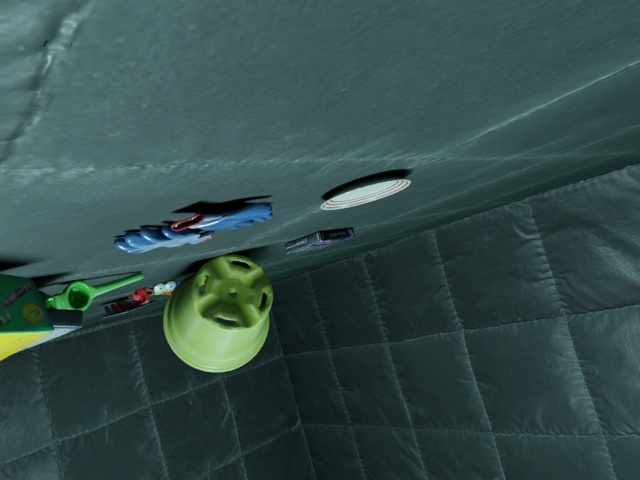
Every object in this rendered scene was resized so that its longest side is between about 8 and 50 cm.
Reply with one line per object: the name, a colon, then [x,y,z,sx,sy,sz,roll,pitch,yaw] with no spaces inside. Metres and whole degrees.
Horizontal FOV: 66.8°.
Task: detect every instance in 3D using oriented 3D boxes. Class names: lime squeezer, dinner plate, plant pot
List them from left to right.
lime squeezer: [-0.471,0.110,0.876,0.310,0.058,0.110,-14,174,-28]
plant pot: [-0.231,0.159,1.175,0.276,0.276,0.254,-13,162,-26]
dinner plate: [0.067,-0.074,0.737,0.141,0.017,0.141,-16,174,-2]

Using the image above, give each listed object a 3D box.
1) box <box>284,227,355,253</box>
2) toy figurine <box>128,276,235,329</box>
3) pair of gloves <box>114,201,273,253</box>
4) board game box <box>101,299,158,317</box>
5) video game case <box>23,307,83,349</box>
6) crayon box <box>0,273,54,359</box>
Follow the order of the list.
box: [0.000,0.000,1.246,0.116,0.029,0.162,-20,174,33]
toy figurine: [-0.371,0.224,1.474,0.363,0.217,0.191,-9,172,-45]
pair of gloves: [-0.161,-0.018,0.643,0.198,0.023,0.159,-17,176,26]
board game box: [-0.586,0.194,1.485,0.133,0.033,0.169,-13,-176,39]
video game case: [-0.553,0.141,0.743,0.275,0.035,0.248,-20,158,36]
crayon box: [-0.425,0.098,0.481,0.165,0.081,0.278,-28,171,-5]
